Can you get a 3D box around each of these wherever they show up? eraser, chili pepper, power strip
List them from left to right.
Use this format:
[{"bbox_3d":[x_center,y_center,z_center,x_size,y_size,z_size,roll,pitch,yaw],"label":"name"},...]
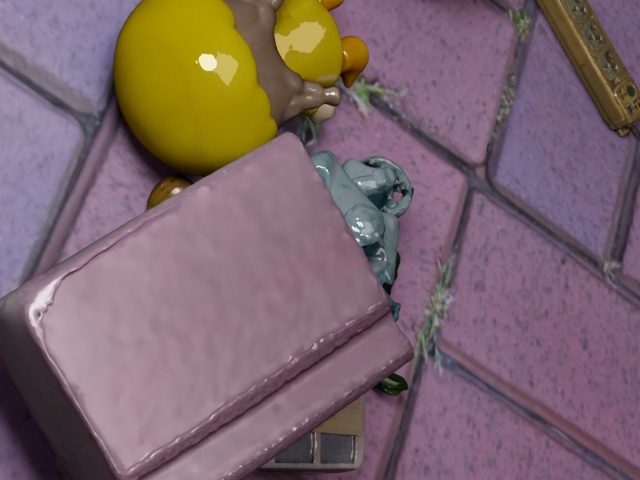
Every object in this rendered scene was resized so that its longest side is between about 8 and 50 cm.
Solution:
[{"bbox_3d":[-0.115,0.091,1.604,0.359,0.122,0.272,-31,96,-33],"label":"eraser"},{"bbox_3d":[0.065,0.091,1.931,0.073,0.050,0.182,13,71,-42],"label":"chili pepper"},{"bbox_3d":[0.375,-0.275,2.291,0.064,0.044,0.305,-39,102,-40],"label":"power strip"}]

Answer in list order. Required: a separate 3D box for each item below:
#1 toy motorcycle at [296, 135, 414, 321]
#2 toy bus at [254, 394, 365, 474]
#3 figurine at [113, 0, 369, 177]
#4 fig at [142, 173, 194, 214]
[{"bbox_3d":[0.000,0.000,1.856,0.206,0.154,0.260,15,59,-10],"label":"toy motorcycle"},{"bbox_3d":[-0.107,0.183,1.741,0.342,0.097,0.138,7,79,-38],"label":"toy bus"},{"bbox_3d":[-0.082,-0.204,1.824,0.344,0.187,0.215,-34,92,-45],"label":"figurine"},{"bbox_3d":[-0.171,-0.040,1.786,0.083,0.050,0.050,-35,100,-29],"label":"fig"}]
